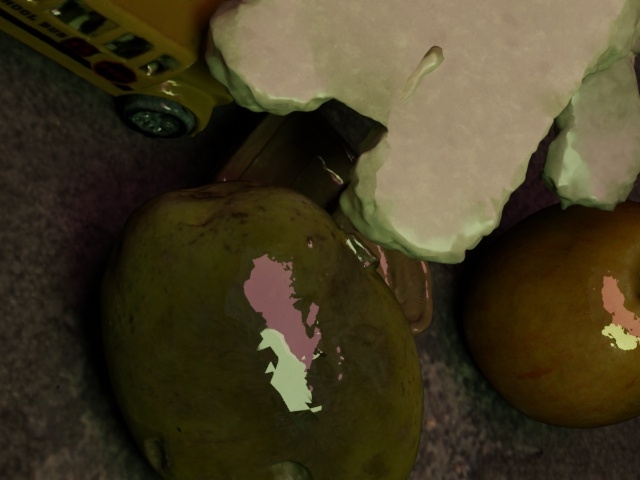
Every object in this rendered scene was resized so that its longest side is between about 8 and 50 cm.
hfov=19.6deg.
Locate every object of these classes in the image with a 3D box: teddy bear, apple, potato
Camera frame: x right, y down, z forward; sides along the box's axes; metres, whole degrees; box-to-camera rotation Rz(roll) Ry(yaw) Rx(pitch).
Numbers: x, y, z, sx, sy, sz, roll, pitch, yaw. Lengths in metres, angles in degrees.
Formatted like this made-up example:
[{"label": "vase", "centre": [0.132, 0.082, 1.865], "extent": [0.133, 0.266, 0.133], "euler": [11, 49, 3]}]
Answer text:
[{"label": "teddy bear", "centre": [0.098, -0.145, 1.333], "extent": [0.327, 0.362, 0.375], "euler": [45, 78, 0]}, {"label": "apple", "centre": [0.203, 0.050, 1.365], "extent": [0.182, 0.155, 0.182], "euler": [11, 71, -36]}, {"label": "potato", "centre": [-0.034, 0.075, 1.168], "extent": [0.197, 0.148, 0.228], "euler": [-10, 98, -24]}]

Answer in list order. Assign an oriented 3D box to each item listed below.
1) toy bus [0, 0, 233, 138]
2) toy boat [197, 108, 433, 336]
[{"label": "toy bus", "centre": [-0.165, -0.185, 1.152], "extent": [0.335, 0.123, 0.121], "euler": [30, 61, -39]}, {"label": "toy boat", "centre": [0.000, 0.000, 1.287], "extent": [0.188, 0.061, 0.116], "euler": [49, 51, -15]}]
